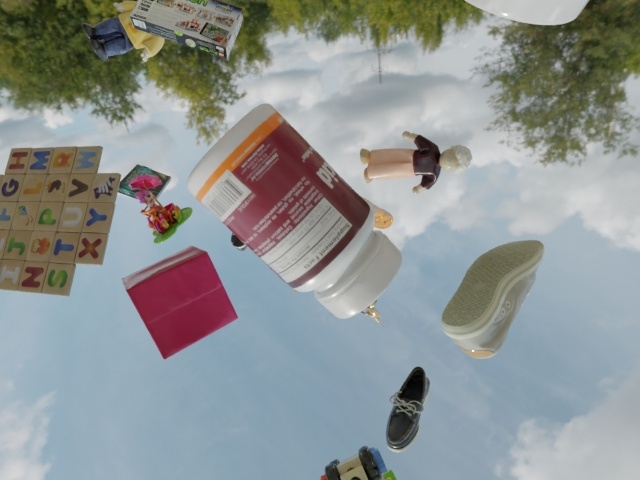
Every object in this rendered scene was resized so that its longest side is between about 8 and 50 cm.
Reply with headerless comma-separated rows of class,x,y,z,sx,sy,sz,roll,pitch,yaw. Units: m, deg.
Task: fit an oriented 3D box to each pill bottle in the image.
pill bottle,-0.039,-0.045,0.801,0.224,0.392,0.224,-43,-168,11

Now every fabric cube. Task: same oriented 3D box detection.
fabric cube,-0.468,0.191,1.367,0.258,0.259,0.254,-29,-163,-25

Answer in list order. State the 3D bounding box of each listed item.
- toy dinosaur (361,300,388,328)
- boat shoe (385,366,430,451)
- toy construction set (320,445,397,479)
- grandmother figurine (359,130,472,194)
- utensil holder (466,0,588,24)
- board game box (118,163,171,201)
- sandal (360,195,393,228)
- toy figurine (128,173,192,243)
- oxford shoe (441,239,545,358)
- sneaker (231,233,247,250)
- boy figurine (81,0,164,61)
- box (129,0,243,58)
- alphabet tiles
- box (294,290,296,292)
toy dinosaur,0.193,0.270,1.536,0.053,0.183,0.093,-39,-142,-24
boat shoe,0.245,0.461,1.147,0.095,0.079,0.254,6,-147,35
toy construction set,0.095,0.419,0.604,0.151,0.327,0.215,-17,-117,-19
grandmother figurine,0.305,-0.243,1.316,0.342,0.207,0.104,-1,-142,30
utensil holder,0.416,-0.628,0.695,0.328,0.385,0.327,5,-126,-6
board game box,-0.604,-0.196,1.421,0.126,0.026,0.186,20,-150,-13
sandal,0.177,-0.084,1.479,0.265,0.102,0.076,15,-151,-33
toy figurine,-0.449,-0.098,1.106,0.130,0.159,0.173,-23,-150,13
oxford shoe,0.451,0.134,1.050,0.169,0.130,0.449,-11,-159,49
sneaker,-0.235,-0.047,1.322,0.072,0.077,0.178,22,-113,7
boy figurine,-0.538,-0.629,1.229,0.285,0.177,0.092,-21,-173,-3
box,-0.283,-0.477,0.886,0.207,0.036,0.114,17,-108,-3
alphabet tiles,-0.533,-0.045,0.778,0.343,0.011,0.285,2,-103,17
box,-0.102,0.121,1.878,0.164,0.201,0.021,-31,-169,17
